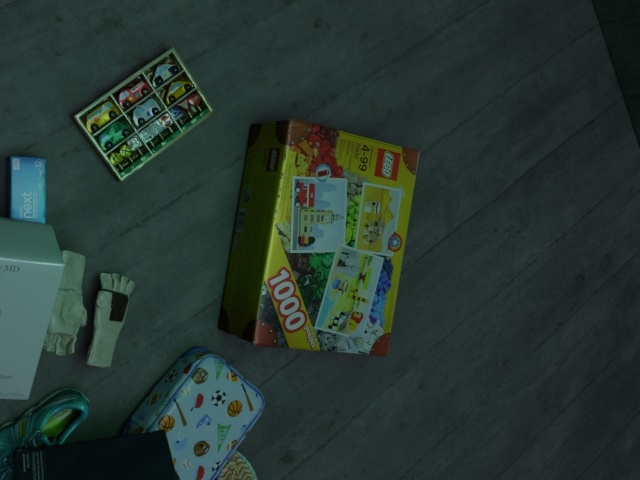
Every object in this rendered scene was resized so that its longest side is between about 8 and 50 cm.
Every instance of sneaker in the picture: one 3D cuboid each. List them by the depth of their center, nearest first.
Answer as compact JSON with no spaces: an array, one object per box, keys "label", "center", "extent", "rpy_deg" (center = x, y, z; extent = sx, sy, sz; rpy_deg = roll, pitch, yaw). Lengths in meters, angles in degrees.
[{"label":"sneaker","center":[-0.583,0.401,1.525],"extent":[0.275,0.110,0.107],"rpy_deg":[-43,114,-21]},{"label":"sneaker","center":[-0.189,0.642,1.800],"extent":[0.108,0.121,0.302],"rpy_deg":[-15,82,-22]}]

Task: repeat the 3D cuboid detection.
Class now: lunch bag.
[{"label":"lunch bag","center":[-0.281,0.414,1.712],"extent":[0.303,0.115,0.243],"rpy_deg":[-52,120,-18]}]

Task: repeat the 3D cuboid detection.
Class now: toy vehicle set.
[{"label":"toy vehicle set","center":[-0.376,-0.271,1.635],"extent":[0.267,0.035,0.166],"rpy_deg":[-42,114,-21]}]

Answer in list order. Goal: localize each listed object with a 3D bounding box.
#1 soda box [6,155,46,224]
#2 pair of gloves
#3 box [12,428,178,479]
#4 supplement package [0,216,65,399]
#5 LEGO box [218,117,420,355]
[{"label":"soda box","center":[-0.582,-0.061,1.506],"extent":[0.067,0.071,0.209],"rpy_deg":[0,94,-30]},{"label":"pair of gloves","center":[-0.466,0.143,1.538],"extent":[0.240,0.042,0.204],"rpy_deg":[46,50,-61]},{"label":"box","center":[-0.442,0.555,1.503],"extent":[0.294,0.182,0.296],"rpy_deg":[-4,121,-23]},{"label":"supplement package","center":[-0.601,0.121,1.396],"extent":[0.178,0.175,0.292],"rpy_deg":[9,111,-31]},{"label":"LEGO box","center":[0.000,0.000,1.798],"extent":[0.373,0.193,0.499],"rpy_deg":[9,90,-32]}]
